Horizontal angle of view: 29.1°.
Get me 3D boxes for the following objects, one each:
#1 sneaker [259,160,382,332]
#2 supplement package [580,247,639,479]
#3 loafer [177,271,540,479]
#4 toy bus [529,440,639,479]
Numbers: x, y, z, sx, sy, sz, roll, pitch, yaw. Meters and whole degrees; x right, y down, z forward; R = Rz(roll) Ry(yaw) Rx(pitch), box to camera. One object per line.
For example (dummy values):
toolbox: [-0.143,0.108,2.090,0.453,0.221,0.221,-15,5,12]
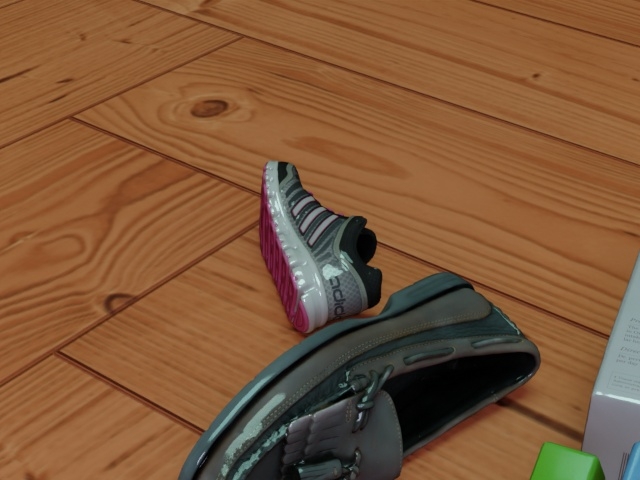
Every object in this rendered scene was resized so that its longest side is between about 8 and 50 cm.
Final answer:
sneaker: [0.000,0.000,0.891,0.074,0.063,0.170,-6,38,-13]
supplement package: [0.218,0.089,0.716,0.105,0.105,0.179,13,34,19]
loafer: [0.034,0.096,0.712,0.084,0.096,0.267,30,39,28]
toy bus: [0.169,0.187,0.551,0.190,0.202,0.104,20,66,15]
